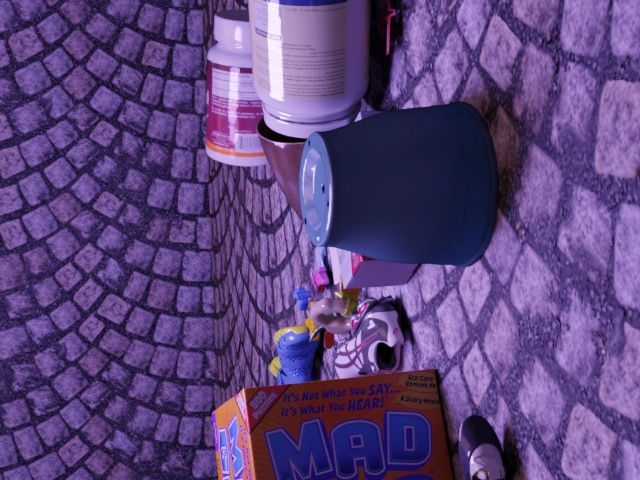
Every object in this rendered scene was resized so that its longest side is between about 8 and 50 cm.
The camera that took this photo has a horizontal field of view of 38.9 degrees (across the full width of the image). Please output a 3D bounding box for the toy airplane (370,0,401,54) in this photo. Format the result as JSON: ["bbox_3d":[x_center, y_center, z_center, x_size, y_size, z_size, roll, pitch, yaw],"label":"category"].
[{"bbox_3d":[0.126,-0.422,1.728,0.151,0.028,0.151,178,90,-74],"label":"toy airplane"}]

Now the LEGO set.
[{"bbox_3d":[-0.002,0.154,2.117,0.093,0.087,0.227,104,150,-49],"label":"LEGO set"}]

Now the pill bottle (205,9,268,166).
[{"bbox_3d":[-0.203,-0.421,2.489,0.224,0.224,0.392,-126,36,-61],"label":"pill bottle"}]

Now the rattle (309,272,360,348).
[{"bbox_3d":[0.033,0.141,2.007,0.199,0.130,0.143,101,160,-65],"label":"rattle"}]

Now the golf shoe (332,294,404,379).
[{"bbox_3d":[0.097,0.233,1.823,0.273,0.105,0.120,103,150,-45],"label":"golf shoe"}]

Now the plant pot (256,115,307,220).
[{"bbox_3d":[-0.015,-0.163,1.998,0.215,0.215,0.230,-119,16,-56],"label":"plant pot"}]

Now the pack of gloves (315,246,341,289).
[{"bbox_3d":[0.000,0.000,2.198,0.195,0.046,0.232,136,129,-67],"label":"pack of gloves"}]

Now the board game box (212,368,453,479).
[{"bbox_3d":[0.016,0.457,1.680,0.356,0.356,0.356,132,133,-67],"label":"board game box"}]

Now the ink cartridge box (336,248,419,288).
[{"bbox_3d":[0.102,-0.016,1.706,0.128,0.127,0.176,116,147,-60],"label":"ink cartridge box"}]

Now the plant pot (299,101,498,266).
[{"bbox_3d":[0.108,-0.084,1.455,0.271,0.255,0.271,176,90,-73],"label":"plant pot"}]

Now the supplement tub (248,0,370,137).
[{"bbox_3d":[-0.020,-0.389,1.771,0.235,0.235,0.325,-117,22,-54],"label":"supplement tub"}]

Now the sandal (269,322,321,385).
[{"bbox_3d":[-0.055,0.318,2.333,0.317,0.126,0.138,97,159,-57],"label":"sandal"}]

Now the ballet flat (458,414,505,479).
[{"bbox_3d":[0.255,0.366,1.366,0.074,0.074,0.203,-171,73,-73],"label":"ballet flat"}]

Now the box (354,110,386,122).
[{"bbox_3d":[0.102,-0.165,1.777,0.126,0.072,0.137,123,141,-62],"label":"box"}]
